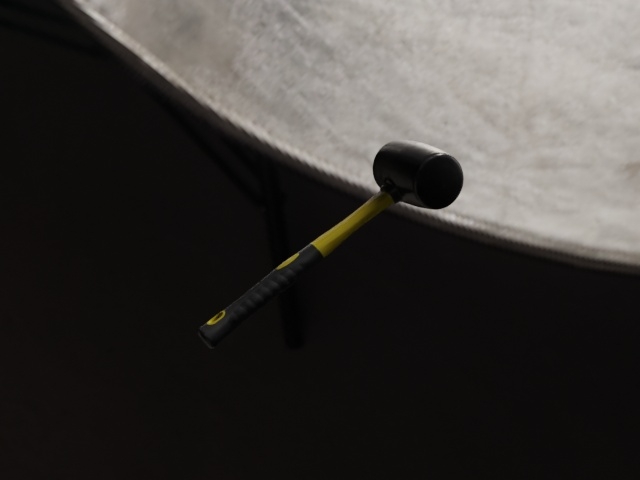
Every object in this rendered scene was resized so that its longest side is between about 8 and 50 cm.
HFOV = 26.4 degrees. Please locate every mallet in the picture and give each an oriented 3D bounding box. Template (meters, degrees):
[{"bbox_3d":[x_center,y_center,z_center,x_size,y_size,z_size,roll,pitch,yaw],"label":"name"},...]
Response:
[{"bbox_3d":[0.000,0.000,0.844,0.189,0.062,0.039,-35,114,-5],"label":"mallet"}]
